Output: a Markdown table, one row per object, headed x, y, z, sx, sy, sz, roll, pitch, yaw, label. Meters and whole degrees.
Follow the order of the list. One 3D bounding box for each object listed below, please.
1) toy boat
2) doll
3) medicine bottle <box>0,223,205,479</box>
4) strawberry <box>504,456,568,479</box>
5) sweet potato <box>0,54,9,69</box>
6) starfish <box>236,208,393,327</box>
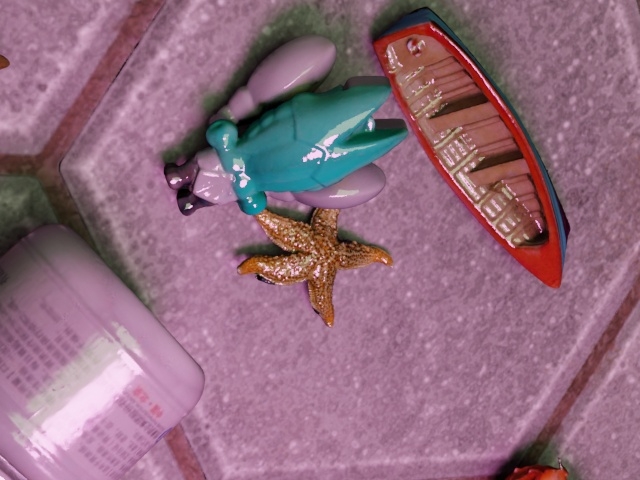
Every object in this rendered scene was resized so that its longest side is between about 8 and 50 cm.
| x | y | z | sx | sy | sz | roll | pitch | yaw | label |
| --- | --- | --- | --- | --- | --- | --- | --- | --- | --- |
| 0.202 | -0.106 | 1.447 | 0.392 | 0.136 | 0.079 | 53 | 48 | -25 | toy boat |
| -0.039 | -0.123 | 1.324 | 0.258 | 0.153 | 0.195 | 3 | 120 | -7 | doll |
| -0.296 | 0.161 | 1.206 | 0.306 | 0.245 | 0.245 | -42 | 116 | -9 | medicine bottle |
| 0.262 | 0.453 | 1.598 | 0.253 | 0.150 | 0.280 | -46 | 116 | -31 | strawberry |
| -0.386 | -0.181 | 1.196 | 0.153 | 0.038 | 0.041 | 8 | 77 | -18 | sweet potato |
| 0.000 | 0.000 | 1.418 | 0.208 | 0.053 | 0.176 | 26 | 81 | -34 | starfish |
